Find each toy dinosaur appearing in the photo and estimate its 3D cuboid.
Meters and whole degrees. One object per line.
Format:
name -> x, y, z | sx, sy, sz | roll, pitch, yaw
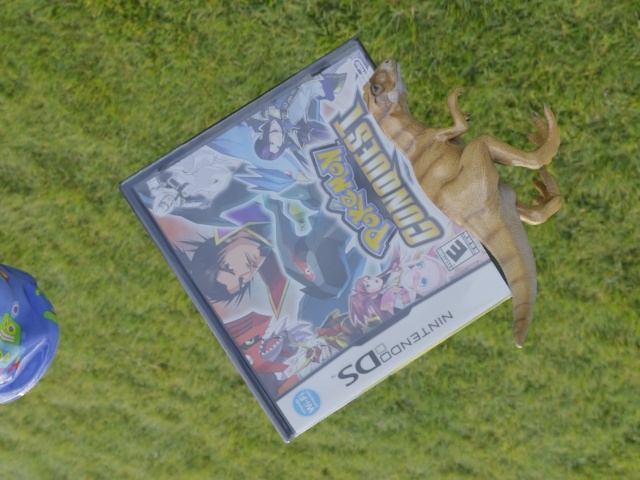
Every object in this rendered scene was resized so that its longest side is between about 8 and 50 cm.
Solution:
toy dinosaur -> 0.094, -0.024, 0.435 | 0.112, 0.211, 0.064 | -17, 143, -18

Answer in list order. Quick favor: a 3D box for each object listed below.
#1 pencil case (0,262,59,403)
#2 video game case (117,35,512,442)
pencil case -> -0.338, 0.036, 0.620 | 0.119, 0.133, 0.306 | 26, 163, 26
video game case -> 0.000, 0.000, 0.676 | 0.248, 0.035, 0.274 | -33, 95, -3
